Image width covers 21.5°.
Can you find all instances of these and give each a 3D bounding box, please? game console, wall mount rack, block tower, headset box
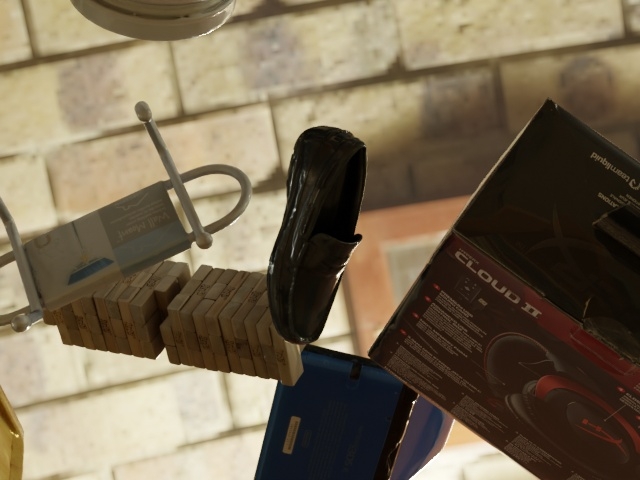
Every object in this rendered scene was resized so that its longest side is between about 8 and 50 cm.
[{"bbox_3d":[0.065,0.214,2.204,0.250,0.293,0.173,14,-139,0],"label":"game console"},{"bbox_3d":[-0.238,-0.003,1.821,0.350,0.130,0.304,-25,-139,-3],"label":"wall mount rack"},{"bbox_3d":[-0.167,0.085,1.990,0.335,0.091,0.097,9,-139,26],"label":"block tower"},{"bbox_3d":[0.168,0.055,1.036,0.110,0.218,0.293,-53,175,-21],"label":"headset box"}]

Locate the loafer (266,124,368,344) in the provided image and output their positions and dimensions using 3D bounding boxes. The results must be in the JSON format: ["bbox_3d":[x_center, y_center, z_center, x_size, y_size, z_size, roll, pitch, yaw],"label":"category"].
[{"bbox_3d":[0.000,0.000,1.653,0.076,0.223,0.078,-3,-162,-43],"label":"loafer"}]

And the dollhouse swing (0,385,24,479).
[{"bbox_3d":[-0.540,0.300,2.109,0.315,0.305,0.347,-37,-151,14],"label":"dollhouse swing"}]

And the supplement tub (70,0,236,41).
[{"bbox_3d":[-0.173,-0.413,1.870,0.241,0.331,0.241,7,-137,-6],"label":"supplement tub"}]
